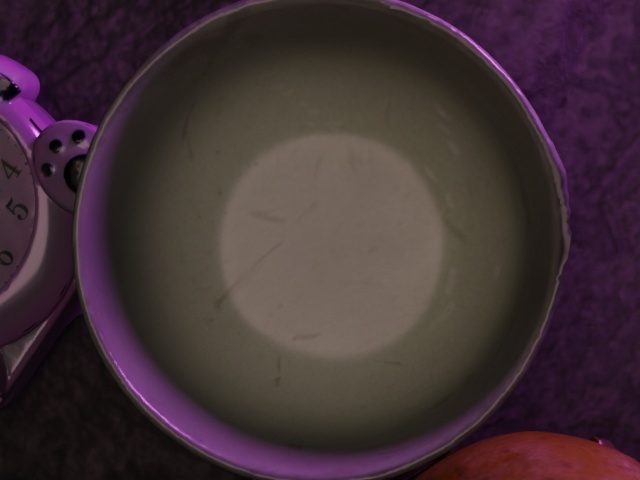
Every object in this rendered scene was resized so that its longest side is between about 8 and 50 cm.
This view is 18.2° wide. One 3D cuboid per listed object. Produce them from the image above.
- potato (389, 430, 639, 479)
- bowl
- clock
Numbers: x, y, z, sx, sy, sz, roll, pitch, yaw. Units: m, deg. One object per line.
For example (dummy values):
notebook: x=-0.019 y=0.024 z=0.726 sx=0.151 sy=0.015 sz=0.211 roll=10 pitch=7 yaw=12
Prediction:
potato: x=0.100 y=0.303 z=1.172 sx=0.290 sy=0.296 sz=0.397 roll=22 pitch=87 yaw=-6
bowl: x=0.000 y=0.000 z=1.285 sx=0.307 sy=0.163 sz=0.307 roll=0 pitch=88 yaw=1
clock: x=-0.265 y=-0.024 z=1.375 sx=0.248 sy=0.090 sz=0.227 roll=34 pitch=92 yaw=10
